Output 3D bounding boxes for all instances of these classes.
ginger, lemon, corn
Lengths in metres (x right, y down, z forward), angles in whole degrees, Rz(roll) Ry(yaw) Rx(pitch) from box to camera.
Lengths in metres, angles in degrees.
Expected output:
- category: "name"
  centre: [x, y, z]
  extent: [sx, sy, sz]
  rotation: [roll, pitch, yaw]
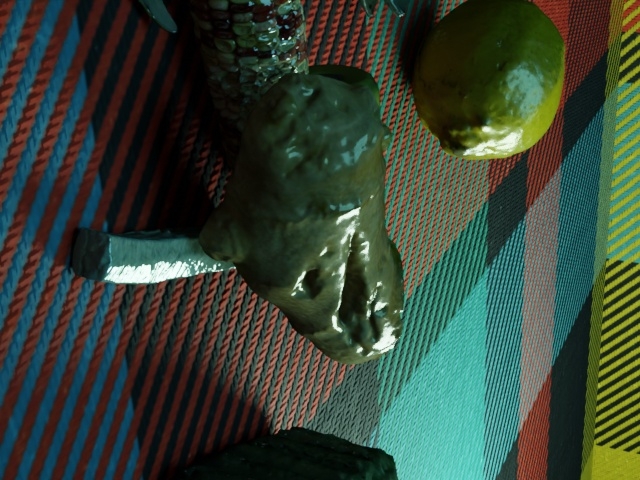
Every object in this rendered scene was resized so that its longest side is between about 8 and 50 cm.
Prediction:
- category: "ginger"
  centre: [0.000, 0.000, 0.984]
  extent: [0.190, 0.126, 0.354]
  rotation: [-35, 139, -10]
- category: "lemon"
  centre: [0.225, -0.216, 1.450]
  extent: [0.260, 0.204, 0.204]
  rotation: [-64, 151, -27]
- category: "corn"
  centre: [-0.059, -0.155, 0.966]
  extent: [0.098, 0.098, 0.290]
  rotation: [-57, 150, -44]

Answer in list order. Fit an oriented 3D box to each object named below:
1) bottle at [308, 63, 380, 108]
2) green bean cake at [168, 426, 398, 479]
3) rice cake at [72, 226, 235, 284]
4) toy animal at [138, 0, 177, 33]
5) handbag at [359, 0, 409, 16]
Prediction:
- category: "bottle"
  centre: [0.009, -0.045, 1.133]
  extent: [0.112, 0.112, 0.260]
  rotation: [-43, 136, -55]
- category: "green bean cake"
  centre: [-0.042, 0.364, 1.093]
  extent: [0.300, 0.169, 0.308]
  rotation: [-6, 105, -66]
- category: "rice cake"
  centre: [-0.125, 0.009, 0.936]
  extent: [0.245, 0.042, 0.045]
  rotation: [-7, 106, -66]
- category: "toy animal"
  centre: [-0.118, -0.254, 0.800]
  extent: [0.155, 0.095, 0.219]
  rotation: [-67, 154, -20]
- category: "handbag"
  centre: [0.075, -0.413, 1.200]
  extent: [0.260, 0.079, 0.247]
  rotation: [-67, 152, -28]
